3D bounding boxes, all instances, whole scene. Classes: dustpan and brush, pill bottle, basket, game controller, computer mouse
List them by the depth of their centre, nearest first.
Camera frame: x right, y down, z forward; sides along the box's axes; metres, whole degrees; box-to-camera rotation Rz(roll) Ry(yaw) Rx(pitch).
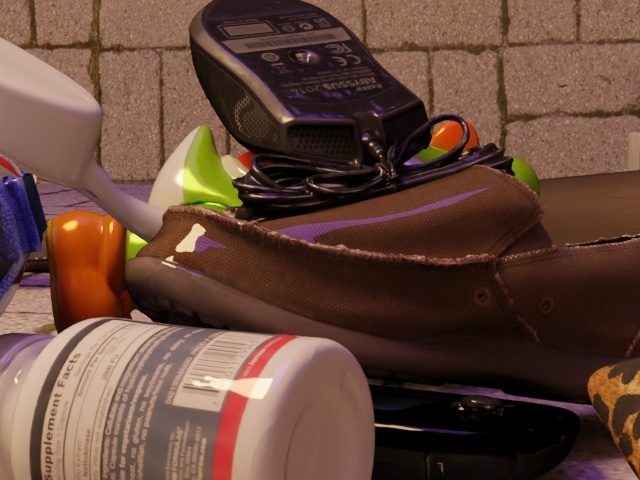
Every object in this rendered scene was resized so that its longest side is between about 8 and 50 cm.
[{"bbox_3d":[-0.076,0.090,0.558,0.180,0.108,0.108,3,7,29],"label":"pill bottle"},{"bbox_3d":[-0.150,-0.056,0.684,0.211,0.060,0.147,26,11,-14],"label":"dustpan and brush"},{"bbox_3d":[-0.022,0.096,0.686,0.319,0.067,0.166,4,8,26],"label":"game controller"},{"bbox_3d":[-0.011,-0.082,0.833,0.189,0.072,0.272,-9,39,-23],"label":"computer mouse"},{"bbox_3d":[0.270,0.007,1.120,0.227,0.154,0.204,1,5,44],"label":"basket"}]

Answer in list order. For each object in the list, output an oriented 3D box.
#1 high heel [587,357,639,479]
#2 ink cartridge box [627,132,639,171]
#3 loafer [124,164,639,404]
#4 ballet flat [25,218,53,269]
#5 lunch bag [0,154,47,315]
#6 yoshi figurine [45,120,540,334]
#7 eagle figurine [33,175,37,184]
[{"bbox_3d":[0.148,0.099,0.501,0.186,0.093,0.261,3,13,-29],"label":"high heel"},{"bbox_3d":[0.450,-0.038,1.381,0.171,0.168,0.232,1,7,5],"label":"ink cartridge box"},{"bbox_3d":[0.062,0.019,0.711,0.366,0.130,0.134,11,-8,-29],"label":"loafer"},{"bbox_3d":[-0.288,0.012,1.513,0.250,0.058,0.084,-5,41,6],"label":"ballet flat"},{"bbox_3d":[-0.348,0.016,0.676,0.386,0.238,0.328,-8,7,-12],"label":"lunch bag"},{"bbox_3d":[-0.005,0.038,0.900,0.362,0.203,0.203,-12,38,-7],"label":"yoshi figurine"},{"bbox_3d":[-0.468,-0.024,1.281,0.226,0.225,0.298,17,4,34],"label":"eagle figurine"}]
